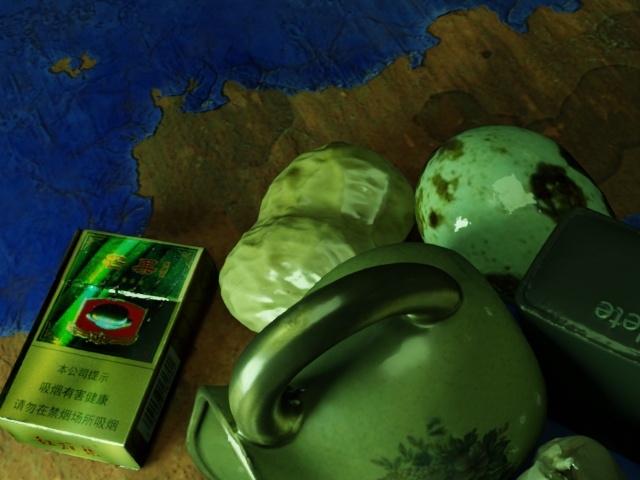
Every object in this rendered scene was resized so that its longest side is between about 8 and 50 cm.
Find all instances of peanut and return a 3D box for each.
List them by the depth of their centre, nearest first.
[{"bbox_3d":[0.000,0.000,1.190,0.196,0.110,0.233,7,56,31],"label":"peanut"}]

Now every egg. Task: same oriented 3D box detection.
[{"bbox_3d":[0.199,-0.017,1.121,0.231,0.169,0.169,39,72,21],"label":"egg"}]

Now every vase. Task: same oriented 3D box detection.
[{"bbox_3d":[0.024,0.128,0.962,0.302,0.329,0.241,-29,58,-7],"label":"vase"}]

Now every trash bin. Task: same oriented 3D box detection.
[{"bbox_3d":[0.269,0.101,0.985,0.165,0.225,0.115,25,65,27],"label":"trash bin"}]

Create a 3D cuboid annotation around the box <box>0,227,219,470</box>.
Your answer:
[{"bbox_3d":[-0.222,0.108,1.195,0.159,0.071,0.240,6,58,20],"label":"box"}]

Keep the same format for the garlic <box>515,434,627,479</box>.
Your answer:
[{"bbox_3d":[0.204,0.271,0.931,0.143,0.178,0.229,-32,27,29],"label":"garlic"}]
